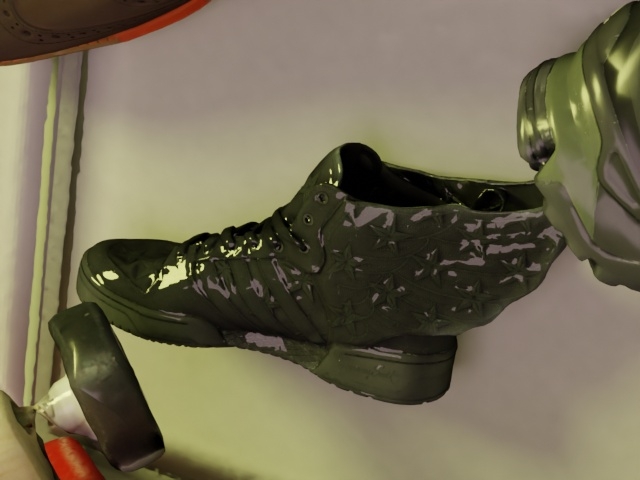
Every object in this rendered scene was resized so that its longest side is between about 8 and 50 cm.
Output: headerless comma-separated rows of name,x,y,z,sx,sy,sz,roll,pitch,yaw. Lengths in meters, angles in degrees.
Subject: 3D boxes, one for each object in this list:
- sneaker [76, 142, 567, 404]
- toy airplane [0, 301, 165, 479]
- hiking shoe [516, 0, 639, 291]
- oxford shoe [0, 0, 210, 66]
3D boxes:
sneaker,-0.001,0.001,0.612,0.170,0.051,0.089,16,116,12
toy airplane,-0.045,0.229,0.528,0.386,0.384,0.272,2,131,31
hiking shoe,0.162,0.012,0.521,0.227,0.086,0.114,48,124,1
oxford shoe,-0.049,-0.123,0.551,0.271,0.098,0.097,-25,99,30
